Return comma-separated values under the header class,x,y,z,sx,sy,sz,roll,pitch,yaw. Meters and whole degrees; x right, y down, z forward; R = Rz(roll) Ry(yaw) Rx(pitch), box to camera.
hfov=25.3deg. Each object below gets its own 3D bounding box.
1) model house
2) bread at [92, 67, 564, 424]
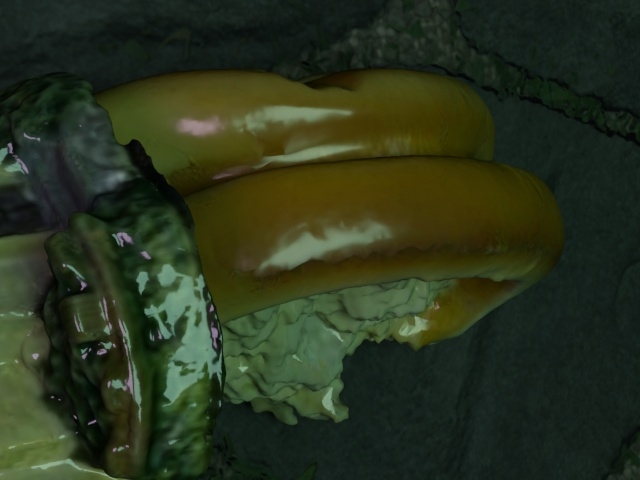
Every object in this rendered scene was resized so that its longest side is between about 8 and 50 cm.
class,x,y,z,sx,sy,sz,roll,pitch,yaw
model house,-0.247,0.058,0.883,0.266,0.321,0.261,-7,139,-34
bread,-0.014,-0.003,1.156,0.424,0.329,0.245,-7,56,-33
